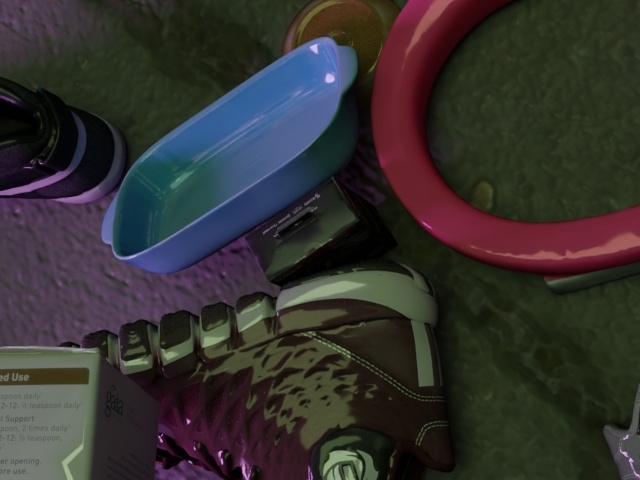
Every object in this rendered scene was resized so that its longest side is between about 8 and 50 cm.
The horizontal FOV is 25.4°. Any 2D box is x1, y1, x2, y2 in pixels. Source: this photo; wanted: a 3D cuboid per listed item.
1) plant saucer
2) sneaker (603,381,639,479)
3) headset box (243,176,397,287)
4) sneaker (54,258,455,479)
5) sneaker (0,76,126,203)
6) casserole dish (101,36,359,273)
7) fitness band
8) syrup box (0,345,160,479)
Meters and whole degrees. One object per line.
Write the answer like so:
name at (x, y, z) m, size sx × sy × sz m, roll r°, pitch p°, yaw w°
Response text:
plant saucer at (0.012, -0.118, 0.859) m, size 0.083 × 0.015 × 0.083 m, roll -5°, pitch 76°, yaw 20°
sneaker at (0.241, 0.067, 0.695) m, size 0.229 × 0.086 × 0.132 m, roll -30°, pitch 67°, yaw 13°
headset box at (0.000, 0.000, 0.799) m, size 0.062 × 0.083 × 0.032 m, roll -35°, pitch 69°, yaw 11°
sneaker at (-0.057, 0.123, 0.784) m, size 0.281 × 0.106 × 0.162 m, roll -18°, pitch 75°, yaw 15°
sneaker at (-0.242, -0.067, 0.885) m, size 0.217 × 0.121 × 0.079 m, roll -3°, pitch 76°, yaw 20°
casserole dish at (-0.046, -0.044, 0.824) m, size 0.188 × 0.037 × 0.114 m, roll -32°, pitch 33°, yaw 21°
fitness band at (0.168, -0.091, 0.774) m, size 0.291 × 0.054 × 0.209 m, roll -18°, pitch 72°, yaw 15°
syrup box at (-0.142, 0.176, 0.677) m, size 0.096 × 0.093 × 0.237 m, roll -3°, pitch 68°, yaw 11°
